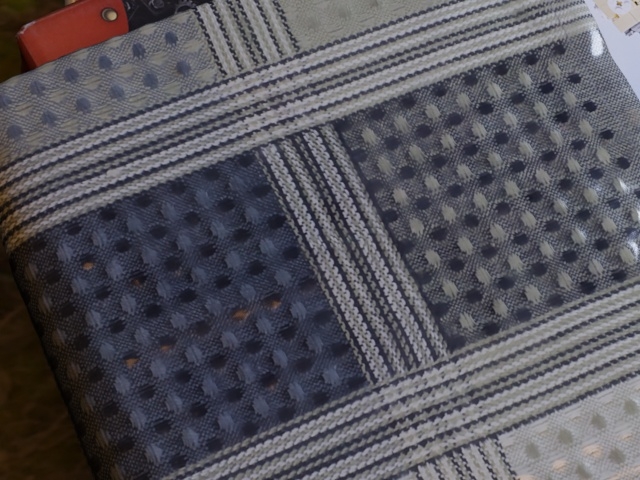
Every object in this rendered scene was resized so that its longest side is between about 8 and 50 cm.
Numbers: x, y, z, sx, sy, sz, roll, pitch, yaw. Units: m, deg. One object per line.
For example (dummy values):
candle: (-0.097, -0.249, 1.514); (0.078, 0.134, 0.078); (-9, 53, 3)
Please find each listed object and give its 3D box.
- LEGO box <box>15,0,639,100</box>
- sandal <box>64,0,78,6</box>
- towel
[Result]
LEGO box: (0.131, -0.027, 0.887); (0.500, 0.193, 0.372); (-27, 76, -19)
sandal: (-0.039, -0.190, 0.954); (0.265, 0.076, 0.102); (-34, 99, -17)
towel: (0.030, 0.014, 0.727); (0.324, 0.056, 0.312); (-21, 71, -14)
